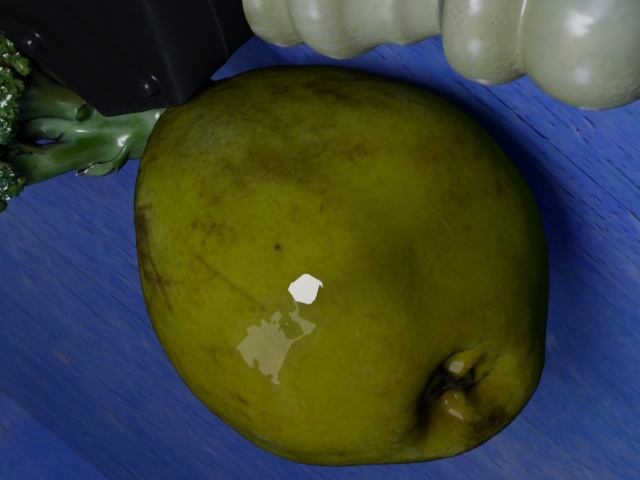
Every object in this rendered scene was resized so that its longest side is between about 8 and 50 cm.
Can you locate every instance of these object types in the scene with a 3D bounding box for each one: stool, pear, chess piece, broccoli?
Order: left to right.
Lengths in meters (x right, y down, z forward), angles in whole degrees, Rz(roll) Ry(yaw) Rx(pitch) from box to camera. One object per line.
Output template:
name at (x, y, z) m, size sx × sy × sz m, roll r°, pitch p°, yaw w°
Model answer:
broccoli at (-0.250, -0.142, 1.271) m, size 0.254 × 0.269 × 0.269 m, roll -105°, pitch -9°, yaw -50°
stool at (-0.152, -0.206, 1.084) m, size 0.232 × 0.141 × 0.232 m, roll 30°, pitch 153°, yaw 17°
pear at (0.000, 0.000, 1.086) m, size 0.375 × 0.287 × 0.287 m, roll 51°, pitch 160°, yaw 26°
chess piece at (0.094, -0.153, 0.884) m, size 0.251 × 0.144 × 0.144 m, roll 20°, pitch 149°, yaw 21°
